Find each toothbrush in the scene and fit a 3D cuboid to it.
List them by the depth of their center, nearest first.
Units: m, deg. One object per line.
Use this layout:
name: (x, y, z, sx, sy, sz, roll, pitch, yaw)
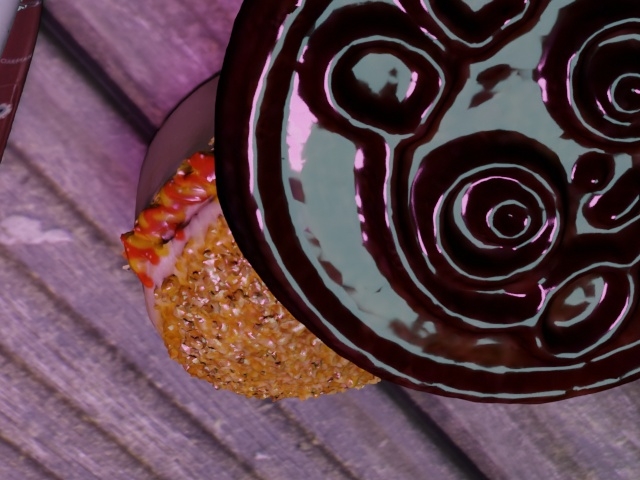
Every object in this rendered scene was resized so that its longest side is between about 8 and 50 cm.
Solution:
toothbrush: (-0.209, -0.120, 1.243, 0.041, 0.041, 0.364, 3, 136, -25)

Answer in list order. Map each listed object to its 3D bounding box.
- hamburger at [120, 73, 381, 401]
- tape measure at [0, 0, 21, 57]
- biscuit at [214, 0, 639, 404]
hamburger: (0.000, 0.000, 1.353, 0.276, 0.179, 0.294, -36, 137, 19)
tape measure: (-0.236, -0.172, 1.011, 0.125, 0.246, 0.243, 9, 122, -32)
biscuit: (0.136, -0.073, 1.167, 0.407, 0.091, 0.407, -3, 119, -6)
